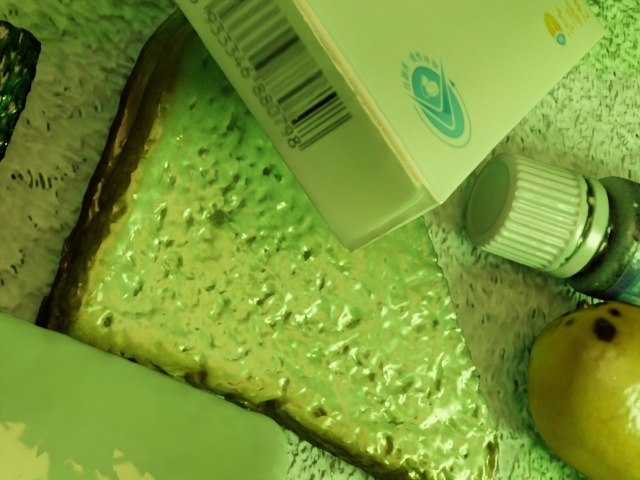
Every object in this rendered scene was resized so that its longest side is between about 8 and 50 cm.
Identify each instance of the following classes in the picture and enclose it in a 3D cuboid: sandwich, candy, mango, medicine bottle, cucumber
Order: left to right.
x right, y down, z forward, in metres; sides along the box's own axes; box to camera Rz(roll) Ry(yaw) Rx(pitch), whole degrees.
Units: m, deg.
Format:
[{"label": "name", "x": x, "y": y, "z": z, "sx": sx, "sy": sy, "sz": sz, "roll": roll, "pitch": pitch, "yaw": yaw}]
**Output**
[{"label": "candy", "x": -0.201, "y": 0.107, "z": 0.630, "sx": 0.358, "sy": 0.208, "sz": 0.145, "roll": 24, "pitch": 65, "yaw": -16}, {"label": "cucumber", "x": -0.208, "y": -0.036, "z": 0.734, "sx": 0.058, "sy": 0.058, "sz": 0.187, "roll": 28, "pitch": 71, "yaw": -16}, {"label": "sandwich", "x": 0.002, "y": -0.001, "z": 0.793, "sx": 0.288, "sy": 0.099, "sz": 0.254, "roll": 28, "pitch": 71, "yaw": -16}, {"label": "medicine bottle", "x": 0.197, "y": 0.001, "z": 0.887, "sx": 0.203, "sy": 0.083, "sz": 0.083, "roll": 17, "pitch": 74, "yaw": -18}, {"label": "mango", "x": 0.208, "y": 0.113, "z": 0.866, "sx": 0.178, "sy": 0.090, "sz": 0.115, "roll": 42, "pitch": 77, "yaw": -14}]

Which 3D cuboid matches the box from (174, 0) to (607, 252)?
[{"label": "box", "x": 0.048, "y": -0.147, "z": 0.768, "sx": 0.200, "sy": 0.065, "sz": 0.343, "roll": 55, "pitch": 33, "yaw": -4}]
